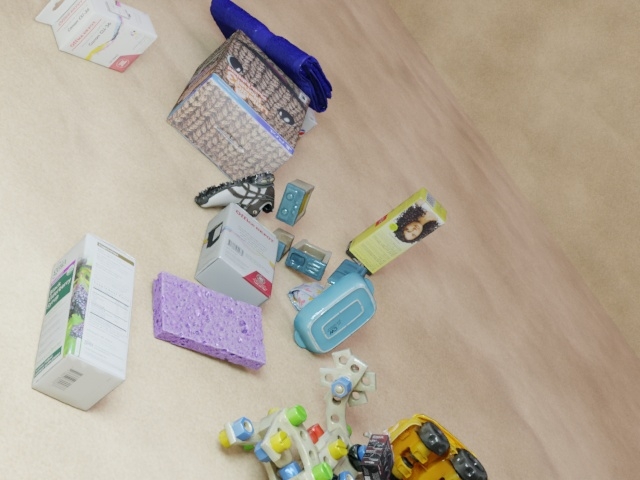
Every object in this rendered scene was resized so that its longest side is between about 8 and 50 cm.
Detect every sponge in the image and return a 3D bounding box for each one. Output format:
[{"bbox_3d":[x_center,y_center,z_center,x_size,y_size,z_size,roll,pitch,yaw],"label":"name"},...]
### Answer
[{"bbox_3d":[-0.186,0.136,1.622,0.210,0.031,0.117,24,43,-34],"label":"sponge"}]

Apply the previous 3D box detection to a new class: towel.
[{"bbox_3d":[-0.109,-0.441,2.242,0.308,0.076,0.227,39,-8,23],"label":"towel"}]

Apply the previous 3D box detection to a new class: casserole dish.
[{"bbox_3d":[0.034,0.144,1.837,0.037,0.188,0.114,35,-23,53],"label":"casserole dish"}]

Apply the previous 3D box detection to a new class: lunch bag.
[{"bbox_3d":[-0.017,0.117,1.918,0.083,0.053,0.071,32,22,17],"label":"lunch bag"}]

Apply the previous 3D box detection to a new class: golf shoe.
[{"bbox_3d":[-0.158,-0.077,1.903,0.198,0.077,0.094,-17,97,-44],"label":"golf shoe"}]

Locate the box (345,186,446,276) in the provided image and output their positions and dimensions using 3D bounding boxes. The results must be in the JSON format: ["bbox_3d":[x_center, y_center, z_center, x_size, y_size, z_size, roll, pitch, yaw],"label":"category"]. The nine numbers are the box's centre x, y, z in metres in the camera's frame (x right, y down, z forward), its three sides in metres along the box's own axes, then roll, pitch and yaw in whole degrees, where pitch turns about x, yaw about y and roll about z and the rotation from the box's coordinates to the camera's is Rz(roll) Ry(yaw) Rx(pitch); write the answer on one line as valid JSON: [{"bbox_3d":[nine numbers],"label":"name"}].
[{"bbox_3d":[0.169,-0.018,2.175,0.087,0.232,0.058,44,31,-14],"label":"box"}]

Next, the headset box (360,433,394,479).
[{"bbox_3d":[0.096,0.365,1.596,0.083,0.032,0.062,-57,139,-54],"label":"headset box"}]

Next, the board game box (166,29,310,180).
[{"bbox_3d":[-0.166,-0.281,2.068,0.232,0.141,0.291,43,28,-18],"label":"board game box"}]

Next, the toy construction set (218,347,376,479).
[{"bbox_3d":[-0.011,0.321,1.590,0.215,0.151,0.327,56,38,1],"label":"toy construction set"}]

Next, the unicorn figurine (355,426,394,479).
[{"bbox_3d":[0.092,0.409,1.692,0.060,0.162,0.111,-8,46,-19],"label":"unicorn figurine"}]

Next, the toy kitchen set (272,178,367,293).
[{"bbox_3d":[0.000,0.000,1.906,0.207,0.166,0.122,25,25,9],"label":"toy kitchen set"}]

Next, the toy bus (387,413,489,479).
[{"bbox_3d":[0.201,0.404,1.832,0.220,0.149,0.211,42,15,-14],"label":"toy bus"}]

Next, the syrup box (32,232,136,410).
[{"bbox_3d":[-0.333,0.112,1.379,0.096,0.093,0.237,33,32,-32],"label":"syrup box"}]

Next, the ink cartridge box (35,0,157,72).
[{"bbox_3d":[-0.426,-0.403,1.837,0.198,0.115,0.067,12,47,-51],"label":"ink cartridge box"}]

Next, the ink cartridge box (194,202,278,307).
[{"bbox_3d":[-0.151,0.033,1.786,0.127,0.072,0.175,40,29,-22],"label":"ink cartridge box"}]

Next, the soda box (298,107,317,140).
[{"bbox_3d":[-0.075,-0.353,2.383,0.074,0.069,0.216,27,36,-40],"label":"soda box"}]
